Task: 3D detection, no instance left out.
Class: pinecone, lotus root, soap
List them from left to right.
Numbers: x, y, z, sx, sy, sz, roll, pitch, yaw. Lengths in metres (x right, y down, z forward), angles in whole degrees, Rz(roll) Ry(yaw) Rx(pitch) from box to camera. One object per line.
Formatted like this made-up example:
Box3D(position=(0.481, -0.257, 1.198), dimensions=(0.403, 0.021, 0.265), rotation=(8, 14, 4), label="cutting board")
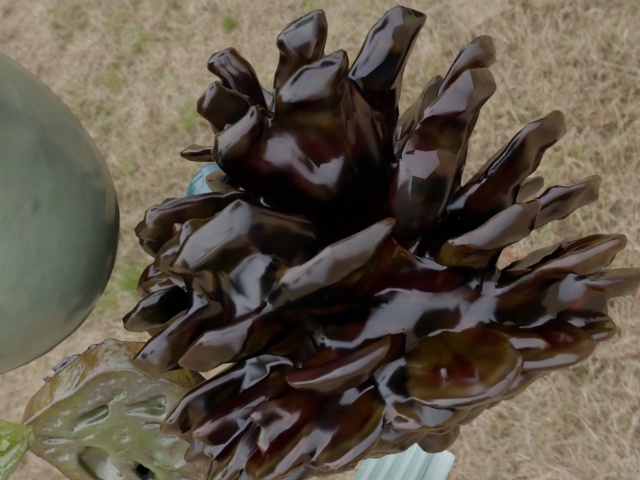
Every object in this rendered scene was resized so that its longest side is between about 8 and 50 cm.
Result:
Box3D(position=(-0.384, 0.357, 1.484), dimensions=(0.374, 0.391, 0.111), rotation=(3, 36, -6), label="lotus root")
Box3D(position=(0.031, 0.003, 0.598), dimensions=(0.397, 0.397, 0.398), rotation=(-12, 63, 24), label="pinecone")
Box3D(position=(0.129, 0.490, 1.444), dimensions=(0.159, 0.088, 0.265), rotation=(-16, 28, 45), label="soap")

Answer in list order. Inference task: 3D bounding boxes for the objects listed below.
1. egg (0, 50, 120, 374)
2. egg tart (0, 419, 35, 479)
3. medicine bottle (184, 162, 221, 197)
Box3D(position=(-0.296, -0.027, 0.541), dimensions=(0.258, 0.352, 0.259), rotation=(-7, 67, 17), label="egg")
Box3D(position=(-0.502, 0.329, 1.103), dimensions=(0.197, 0.078, 0.197), rotation=(-41, 13, 12), label="egg tart")
Box3D(position=(-0.101, -0.004, 1.006), dimensions=(0.258, 0.079, 0.124), rotation=(45, 135, 40), label="medicine bottle")
